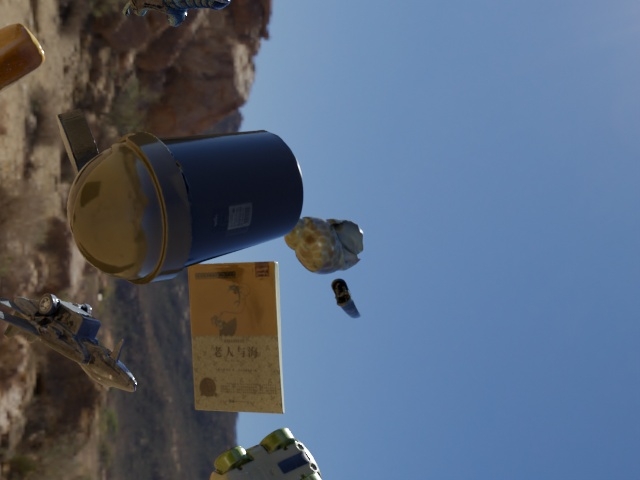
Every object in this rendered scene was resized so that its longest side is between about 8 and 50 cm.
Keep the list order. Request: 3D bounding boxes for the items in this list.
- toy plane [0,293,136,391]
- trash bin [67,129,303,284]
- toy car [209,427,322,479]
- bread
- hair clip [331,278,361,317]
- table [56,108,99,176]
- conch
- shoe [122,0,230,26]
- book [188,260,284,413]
[{"bbox_3d":[-0.344,0.139,1.183,0.267,0.212,0.088,17,-95,34],"label":"toy plane"},{"bbox_3d":[-0.206,-0.058,1.196,0.214,0.334,0.214,21,-60,44],"label":"trash bin"},{"bbox_3d":[-0.127,0.501,1.631,0.145,0.235,0.235,53,-32,26],"label":"toy car"},{"bbox_3d":[-0.606,-0.292,1.457,0.074,0.239,0.092,42,-18,32],"label":"bread"},{"bbox_3d":[0.071,0.163,2.026,0.229,0.039,0.070,61,9,-64],"label":"hair clip"},{"bbox_3d":[-0.412,-0.158,1.428,0.133,0.043,0.133,160,-90,-73],"label":"table"},{"bbox_3d":[0.005,0.009,1.622,0.106,0.173,0.116,29,-60,44],"label":"conch"},{"bbox_3d":[-0.276,-0.466,1.586,0.091,0.207,0.106,-94,-173,-47],"label":"shoe"},{"bbox_3d":[-0.217,0.247,2.118,0.032,0.269,0.388,-3,90,-64],"label":"book"}]
